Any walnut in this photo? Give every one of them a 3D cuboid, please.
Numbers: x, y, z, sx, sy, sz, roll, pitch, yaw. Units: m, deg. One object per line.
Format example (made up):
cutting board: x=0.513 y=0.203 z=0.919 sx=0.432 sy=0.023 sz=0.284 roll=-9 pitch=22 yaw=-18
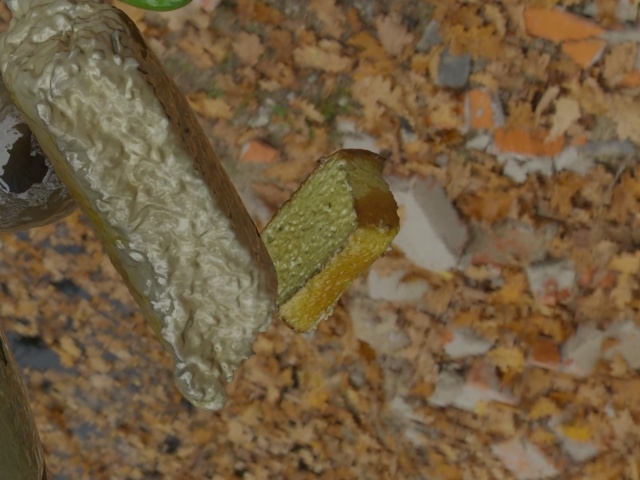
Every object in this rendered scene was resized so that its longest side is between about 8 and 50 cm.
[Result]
walnut: x=-0.226 y=-0.079 z=0.913 sx=0.140 sy=0.140 sz=0.162 roll=34 pitch=115 yaw=-6

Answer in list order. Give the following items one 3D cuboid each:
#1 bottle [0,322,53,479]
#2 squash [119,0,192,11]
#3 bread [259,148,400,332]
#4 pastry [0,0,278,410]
bottle: x=-0.238 y=0.106 z=0.642 sx=0.168 sy=0.168 sz=0.347 roll=4 pitch=133 yaw=20
squash: x=-0.261 y=-0.346 z=1.437 sx=0.292 sy=0.082 sz=0.082 roll=32 pitch=139 yaw=32
bread: x=0.000 y=0.000 z=1.115 sx=0.187 sy=0.103 sz=0.065 roll=-45 pitch=138 yaw=19
pastry: x=-0.094 y=-0.021 z=0.661 sx=0.089 sy=0.121 sz=0.258 roll=-24 pitch=121 yaw=7
